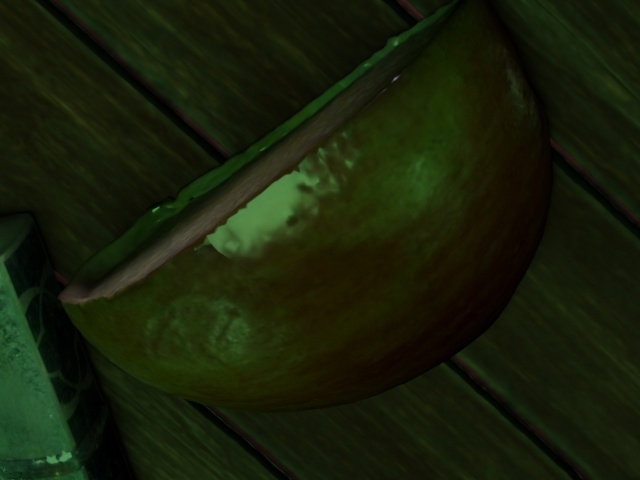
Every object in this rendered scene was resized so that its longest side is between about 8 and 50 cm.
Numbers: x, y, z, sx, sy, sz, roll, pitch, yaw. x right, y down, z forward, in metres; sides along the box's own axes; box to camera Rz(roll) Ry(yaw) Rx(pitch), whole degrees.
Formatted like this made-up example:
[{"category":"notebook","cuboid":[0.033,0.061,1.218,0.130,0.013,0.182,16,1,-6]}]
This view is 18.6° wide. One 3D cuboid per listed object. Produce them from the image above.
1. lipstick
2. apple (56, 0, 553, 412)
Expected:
[{"category":"lipstick","cuboid":[-0.198,0.119,1.374,0.076,0.077,0.289,-8,117,21]},{"category":"apple","cuboid":[0.000,0.000,1.215,0.346,0.254,0.179,-33,66,30]}]
